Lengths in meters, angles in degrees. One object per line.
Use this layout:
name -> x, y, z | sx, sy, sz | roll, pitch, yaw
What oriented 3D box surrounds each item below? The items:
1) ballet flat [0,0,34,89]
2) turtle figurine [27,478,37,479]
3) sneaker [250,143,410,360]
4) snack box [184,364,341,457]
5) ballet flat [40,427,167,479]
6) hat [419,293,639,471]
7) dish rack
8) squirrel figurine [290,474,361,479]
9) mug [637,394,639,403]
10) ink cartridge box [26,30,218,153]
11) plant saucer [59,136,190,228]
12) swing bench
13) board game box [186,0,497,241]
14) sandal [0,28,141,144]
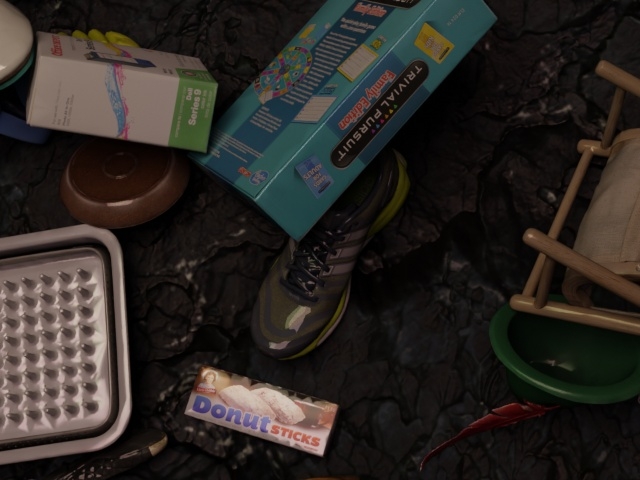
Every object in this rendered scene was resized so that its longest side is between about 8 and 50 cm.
ballet flat -> -0.465, -0.295, 1.549 | 0.139, 0.139, 0.400 | -42, 35, -2
turtle figurine -> -0.378, 0.428, 1.381 | 0.275, 0.198, 0.266 | -23, 75, -38
sneaker -> 0.000, 0.000, 1.461 | 0.111, 0.121, 0.299 | 24, 80, 18
snack box -> -0.068, 0.202, 1.470 | 0.178, 0.022, 0.064 | 14, 79, 16
ballet flat -> -0.258, 0.274, 1.486 | 0.173, 0.057, 0.049 | -27, 110, 5
hat -> 0.251, 0.179, 1.400 | 0.209, 0.183, 0.173 | 19, 37, 14
dish rack -> -0.386, 0.140, 1.534 | 0.333, 0.072, 0.285 | -10, 71, 10
squirrel figurine -> -0.055, 0.438, 1.273 | 0.397, 0.281, 0.370 | -9, 78, 13
mug -> 0.385, 0.149, 1.372 | 0.062, 0.078, 0.064 | -20, 57, 41
ink cartridge box -> -0.244, -0.180, 1.500 | 0.213, 0.154, 0.093 | 6, 108, -16
plant saucer -> -0.249, -0.087, 1.559 | 0.169, 0.029, 0.168 | -3, 50, 4
swing bench -> 0.371, -0.019, 1.334 | 0.255, 0.165, 0.253 | 21, 62, 14
board game box -> 0.016, -0.175, 1.456 | 0.336, 0.079, 0.254 | -48, 27, -4
sandal -> -0.380, -0.189, 1.621 | 0.318, 0.126, 0.138 | -14, 108, 1
